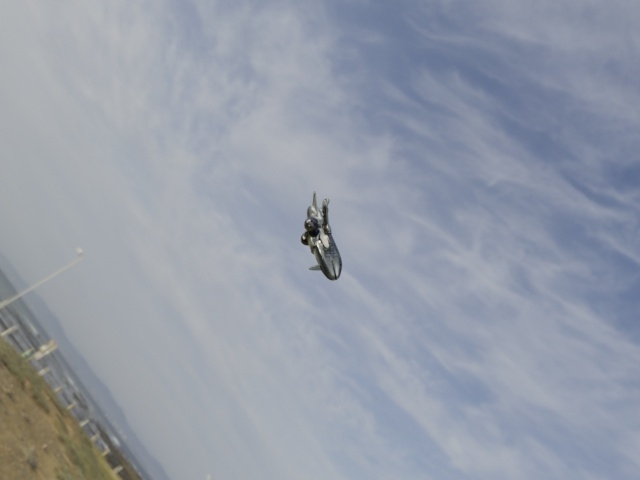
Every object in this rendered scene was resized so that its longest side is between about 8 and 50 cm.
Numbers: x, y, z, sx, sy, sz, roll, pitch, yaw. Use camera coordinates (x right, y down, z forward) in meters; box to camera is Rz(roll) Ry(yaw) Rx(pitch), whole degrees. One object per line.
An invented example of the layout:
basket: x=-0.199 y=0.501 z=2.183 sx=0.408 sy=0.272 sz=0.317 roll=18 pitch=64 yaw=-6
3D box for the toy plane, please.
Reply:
toy plane: x=0.000 y=0.000 z=0.568 sx=0.078 sy=0.031 sz=0.083 roll=106 pitch=-23 yaw=-56
